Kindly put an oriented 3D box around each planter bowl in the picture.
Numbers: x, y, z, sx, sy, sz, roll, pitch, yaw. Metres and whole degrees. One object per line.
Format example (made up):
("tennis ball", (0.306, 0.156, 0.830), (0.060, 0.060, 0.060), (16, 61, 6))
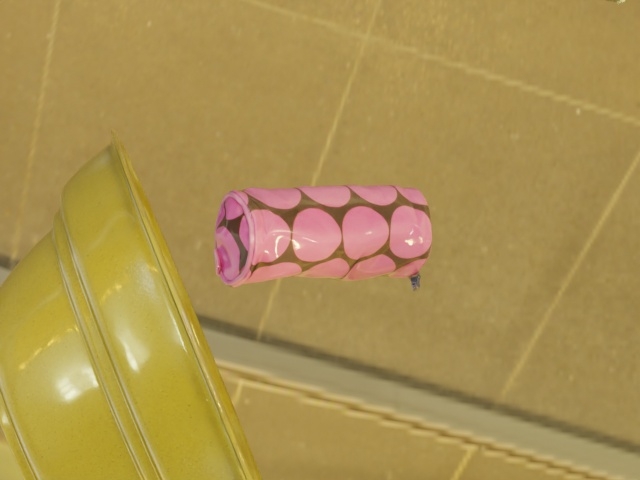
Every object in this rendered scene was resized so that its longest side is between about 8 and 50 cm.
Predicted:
("planter bowl", (-0.090, 0.067, 0.624), (0.090, 0.217, 0.217), (-22, 129, -5))

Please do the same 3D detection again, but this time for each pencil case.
("pencil case", (0.000, 0.000, 1.282), (0.209, 0.095, 0.098), (1, 154, -34))

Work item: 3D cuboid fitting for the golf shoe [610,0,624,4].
("golf shoe", (0.475, -0.425, 1.914), (0.273, 0.105, 0.120), (-26, 106, 33))
